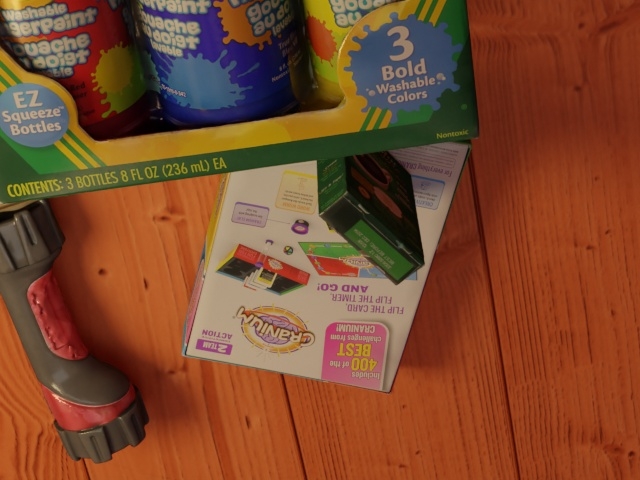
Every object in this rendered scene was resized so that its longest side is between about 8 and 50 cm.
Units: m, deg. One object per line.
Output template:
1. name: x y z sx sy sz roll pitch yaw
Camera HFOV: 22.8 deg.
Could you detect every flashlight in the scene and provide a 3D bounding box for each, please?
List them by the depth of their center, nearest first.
1. flashlight: -0.278 0.093 1.715 0.103 0.103 0.304 4 121 38

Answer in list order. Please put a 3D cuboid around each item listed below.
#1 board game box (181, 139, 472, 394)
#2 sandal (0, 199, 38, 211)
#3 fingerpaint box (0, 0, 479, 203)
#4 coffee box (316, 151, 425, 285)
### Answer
1. board game box: 0.000 0.000 1.695 0.242 0.064 0.316 12 117 -9
2. sandal: -0.316 -0.062 1.621 0.180 0.049 0.072 -8 82 32
3. fingerpaint box: -0.102 -0.249 1.372 0.445 0.163 0.371 -7 124 3
4. coffee box: 0.046 -0.045 1.532 0.040 0.184 0.113 -39 115 19
